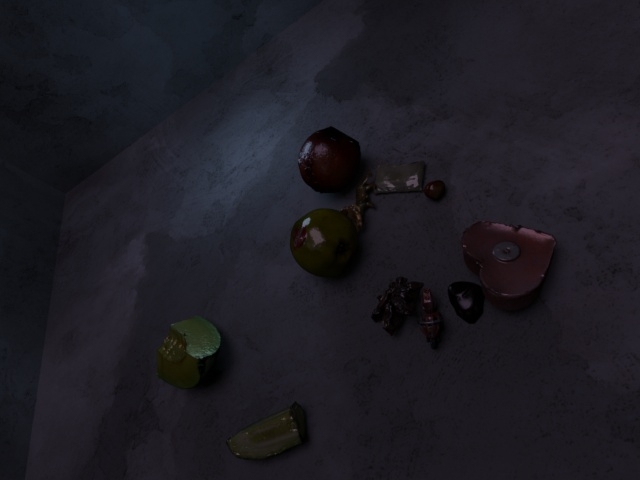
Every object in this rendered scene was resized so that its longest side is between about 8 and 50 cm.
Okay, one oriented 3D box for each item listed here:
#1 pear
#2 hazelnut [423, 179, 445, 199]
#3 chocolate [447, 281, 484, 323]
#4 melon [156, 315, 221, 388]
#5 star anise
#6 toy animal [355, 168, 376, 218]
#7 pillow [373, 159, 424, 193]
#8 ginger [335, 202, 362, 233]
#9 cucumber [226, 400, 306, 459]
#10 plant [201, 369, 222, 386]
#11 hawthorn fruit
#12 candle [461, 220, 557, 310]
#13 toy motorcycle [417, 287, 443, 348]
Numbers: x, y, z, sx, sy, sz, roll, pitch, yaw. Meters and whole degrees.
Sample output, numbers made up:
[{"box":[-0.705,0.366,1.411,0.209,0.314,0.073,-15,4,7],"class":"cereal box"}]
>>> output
[{"box":[0.000,0.000,1.874,0.287,0.287,0.375,-57,28,-7],"class":"pear"},{"box":[0.460,-0.204,1.805,0.086,0.086,0.086,-16,57,26],"class":"hazelnut"},{"box":[0.506,0.201,1.538,0.125,0.080,0.148,-30,50,17],"class":"chocolate"},{"box":[-0.579,0.511,1.990,0.344,0.226,0.331,23,65,39],"class":"melon"},{"box":[0.269,0.234,1.634,0.219,0.099,0.214,-66,21,-6],"class":"star anise"},{"box":[0.189,-0.201,1.969,0.099,0.057,0.241,-14,64,46],"class":"toy animal"},{"box":[0.339,-0.273,1.940,0.230,0.050,0.148,-1,74,35],"class":"pillow"},{"box":[0.115,-0.102,1.954,0.193,0.053,0.176,50,129,25],"class":"ginger"},{"box":[-0.198,0.735,1.693,0.326,0.105,0.145,-29,79,17],"class":"cucumber"},{"box":[-0.483,0.605,1.986,0.102,0.051,0.051,-36,50,4],"class":"plant"},{"box":[0.044,-0.371,2.038,0.316,0.316,0.315,-16,57,26],"class":"hawthorn fruit"},{"box":[0.640,0.064,1.499,0.288,0.131,0.316,-26,50,4],"class":"candle"},{"box":[0.383,0.265,1.558,0.084,0.118,0.212,-10,59,18],"class":"toy motorcycle"}]
